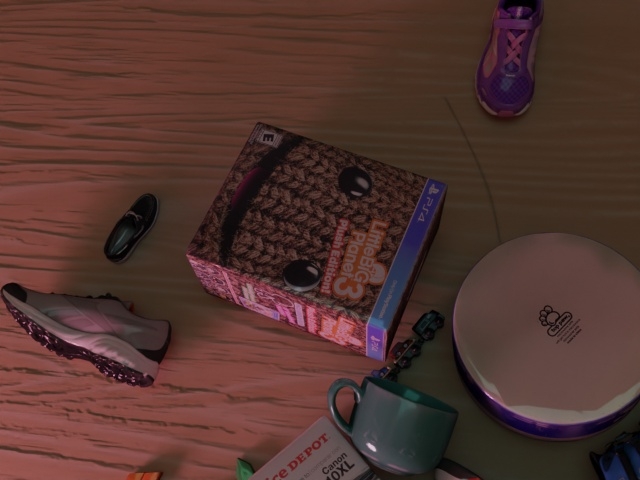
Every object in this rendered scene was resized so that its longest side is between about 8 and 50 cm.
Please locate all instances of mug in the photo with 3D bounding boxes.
[{"bbox_3d":[0.090,0.242,0.958,0.158,0.129,0.097,19,88,24],"label":"mug"}]

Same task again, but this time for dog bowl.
[{"bbox_3d":[0.309,0.126,0.975,0.265,0.104,0.264,-5,64,10],"label":"dog bowl"}]

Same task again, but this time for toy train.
[{"bbox_3d":[0.118,0.161,1.042,0.036,0.027,0.158,38,79,19],"label":"toy train"}]

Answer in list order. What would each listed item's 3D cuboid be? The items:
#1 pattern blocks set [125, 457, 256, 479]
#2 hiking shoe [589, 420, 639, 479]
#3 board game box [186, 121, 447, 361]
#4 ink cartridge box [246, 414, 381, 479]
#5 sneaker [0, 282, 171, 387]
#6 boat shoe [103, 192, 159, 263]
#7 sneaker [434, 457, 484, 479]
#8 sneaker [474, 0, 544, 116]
[{"bbox_3d":[-0.193,0.442,0.977,0.325,0.026,0.285,-42,72,-9],"label":"pattern blocks set"},{"bbox_3d":[0.416,0.275,0.927,0.132,0.113,0.304,21,69,22],"label":"hiking shoe"},{"bbox_3d":[0.000,0.000,1.039,0.291,0.141,0.232,20,68,12],"label":"board game box"},{"bbox_3d":[0.014,0.371,0.927,0.172,0.100,0.237,-37,71,-20],"label":"ink cartridge box"},{"bbox_3d":[-0.345,0.121,1.078,0.272,0.100,0.108,21,60,9],"label":"sneaker"},{"bbox_3d":[-0.297,-0.023,1.144,0.046,0.038,0.125,29,76,15],"label":"boat shoe"},{"bbox_3d":[0.214,0.411,0.911,0.270,0.090,0.145,42,77,15],"label":"sneaker"},{"bbox_3d":[0.302,-0.310,1.147,0.095,0.104,0.236,10,73,8],"label":"sneaker"}]
